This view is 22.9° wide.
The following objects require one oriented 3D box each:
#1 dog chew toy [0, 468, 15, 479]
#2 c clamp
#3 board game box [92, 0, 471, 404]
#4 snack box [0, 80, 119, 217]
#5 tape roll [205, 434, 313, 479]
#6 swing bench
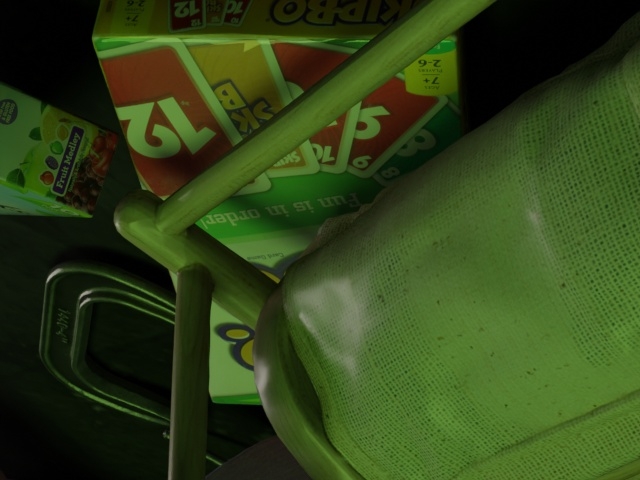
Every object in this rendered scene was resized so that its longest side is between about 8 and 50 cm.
[{"bbox_3d":[-0.198,0.240,0.944,0.206,0.207,0.332,-1,133,28],"label":"dog chew toy"},{"bbox_3d":[-0.077,0.064,0.784,0.137,0.022,0.161,21,148,7],"label":"c clamp"},{"bbox_3d":[0.000,0.000,0.624,0.124,0.039,0.259,1,146,10],"label":"board game box"},{"bbox_3d":[-0.153,-0.041,0.597,0.100,0.037,0.141,22,169,-32],"label":"snack box"},{"bbox_3d":[0.028,0.224,0.723,0.274,0.275,0.090,23,146,-5],"label":"tape roll"},{"bbox_3d":[0.101,0.042,0.500,0.254,0.165,0.253,23,142,-32],"label":"swing bench"}]
